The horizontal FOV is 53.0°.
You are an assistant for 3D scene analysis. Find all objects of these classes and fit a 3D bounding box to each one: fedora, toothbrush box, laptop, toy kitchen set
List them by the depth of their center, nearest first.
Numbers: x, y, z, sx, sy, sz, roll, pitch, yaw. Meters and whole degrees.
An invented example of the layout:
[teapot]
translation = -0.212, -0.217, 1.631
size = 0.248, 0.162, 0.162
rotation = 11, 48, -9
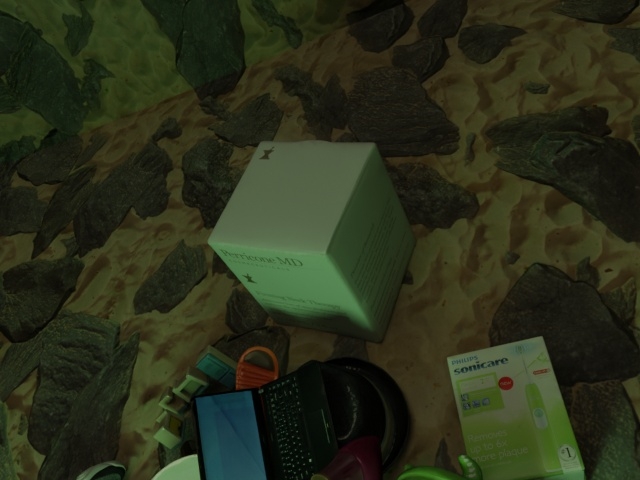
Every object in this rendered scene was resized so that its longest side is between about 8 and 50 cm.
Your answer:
[toothbrush box]
translation = 0.391, 0.363, 1.299
size = 0.206, 0.122, 0.283
rotation = -15, 48, 14
[laptop]
translation = -0.115, 0.395, 1.320
size = 0.264, 0.136, 0.234
rotation = -28, 60, 26
[fedora]
translation = 0.031, 0.376, 1.433
size = 0.334, 0.152, 0.334
rotation = -13, 47, 15
[toy kitchen set]
translation = -0.299, 0.403, 1.600
size = 0.207, 0.122, 0.166
rotation = -46, 23, 16

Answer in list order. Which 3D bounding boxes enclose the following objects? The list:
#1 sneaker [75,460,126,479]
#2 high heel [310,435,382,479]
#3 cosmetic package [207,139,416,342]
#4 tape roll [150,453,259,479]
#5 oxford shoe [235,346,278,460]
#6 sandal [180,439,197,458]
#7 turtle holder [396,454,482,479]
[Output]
[sneaker]
translation = -0.546, 0.640, 1.505
size = 0.153, 0.101, 0.268
rotation = 21, 36, 35
[high heel]
translation = 0.089, 0.571, 1.216
size = 0.127, 0.377, 0.181
rotation = 2, 13, 40
[cosmetic package]
translation = 0.000, 0.000, 1.592
size = 0.329, 0.393, 0.327
rotation = 6, 57, 30
[tape roll]
translation = -0.243, 0.594, 1.349
size = 0.286, 0.100, 0.286
rotation = 1, 71, -3
[oxford shoe]
translation = -0.160, 0.441, 1.520
size = 0.130, 0.133, 0.363
rotation = 11, 73, 1
[sandal]
translation = -0.283, 0.567, 1.504
size = 0.060, 0.090, 0.219
rotation = -47, 52, 15
[turtle holder]
translation = 0.240, 0.562, 1.136
size = 0.243, 0.320, 0.227
rotation = -10, 31, 42
